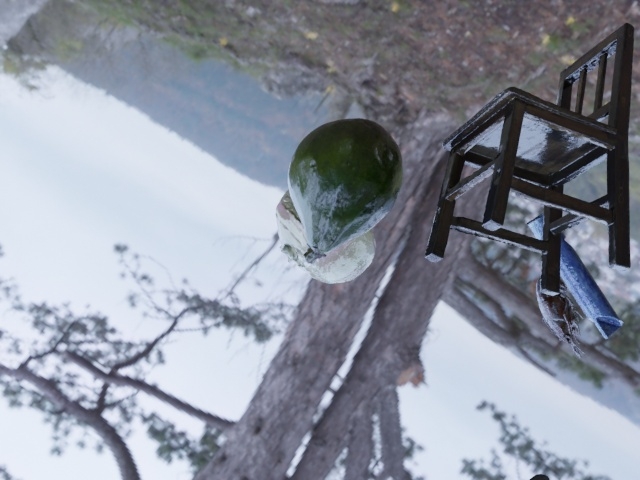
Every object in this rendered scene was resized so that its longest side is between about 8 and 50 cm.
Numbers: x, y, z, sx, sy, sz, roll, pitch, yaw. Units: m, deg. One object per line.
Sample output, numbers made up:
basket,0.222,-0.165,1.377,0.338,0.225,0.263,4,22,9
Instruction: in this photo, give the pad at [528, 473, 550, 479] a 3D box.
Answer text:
pad,0.420,0.591,1.509,0.267,0.181,0.004,59,165,-13

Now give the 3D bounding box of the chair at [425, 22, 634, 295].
chair,0.327,-0.157,1.218,0.240,0.416,0.203,15,158,-15

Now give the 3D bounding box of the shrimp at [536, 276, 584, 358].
shrimp,0.436,0.136,1.430,0.165,0.065,0.056,66,153,8

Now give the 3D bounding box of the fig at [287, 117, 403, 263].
fig,0.038,-0.074,1.285,0.195,0.245,0.195,10,156,4

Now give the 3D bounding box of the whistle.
whistle,0.563,0.076,1.754,0.304,0.062,0.062,57,-177,4

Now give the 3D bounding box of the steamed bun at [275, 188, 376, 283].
steamed bun,0.000,0.000,1.503,0.170,0.152,0.239,35,166,28
